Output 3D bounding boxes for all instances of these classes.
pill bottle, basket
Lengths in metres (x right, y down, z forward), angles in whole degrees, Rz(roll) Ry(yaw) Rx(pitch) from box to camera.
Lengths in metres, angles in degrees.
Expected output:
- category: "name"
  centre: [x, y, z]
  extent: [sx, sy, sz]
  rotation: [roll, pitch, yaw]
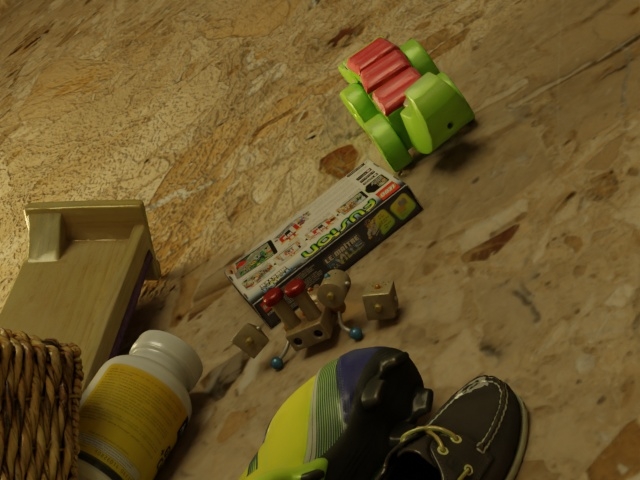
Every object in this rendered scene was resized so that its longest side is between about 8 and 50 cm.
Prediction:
- category: "pill bottle"
  centre: [-0.187, 0.177, 1.260]
  extent: [0.103, 0.103, 0.184]
  rotation: [-11, 36, 40]
- category: "basket"
  centre: [-0.353, 0.222, 1.117]
  extent: [0.213, 0.223, 0.299]
  rotation: [-15, 68, 36]

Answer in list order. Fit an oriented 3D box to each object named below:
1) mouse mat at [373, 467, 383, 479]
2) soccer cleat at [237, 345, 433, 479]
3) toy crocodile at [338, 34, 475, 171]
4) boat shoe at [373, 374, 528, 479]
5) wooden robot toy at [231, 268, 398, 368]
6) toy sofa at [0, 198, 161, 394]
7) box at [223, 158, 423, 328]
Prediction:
- category: "mouse mat"
  centre: [0.003, 0.221, 1.075]
  extent: [0.189, 0.007, 0.152]
  rotation: [-37, 27, -3]
- category: "soccer cleat"
  centre: [-0.019, 0.187, 1.025]
  extent: [0.121, 0.093, 0.289]
  rotation: [-18, 19, 45]
- category: "toy crocodile"
  centre: [0.088, -0.175, 1.514]
  extent: [0.115, 0.105, 0.340]
  rotation: [-34, 26, 3]
- category: "boat shoe"
  centre: [0.082, 0.181, 0.973]
  extent: [0.081, 0.069, 0.228]
  rotation: [3, 46, 43]
- category: "wooden robot toy"
  centre: [-0.004, 0.060, 1.281]
  extent: [0.173, 0.076, 0.079]
  rotation: [-22, 18, 24]
- category: "toy sofa"
  centre: [-0.286, 0.120, 1.456]
  extent: [0.150, 0.177, 0.362]
  rotation: [-3, 34, 8]
- category: "box"
  centre: [0.000, 0.000, 1.406]
  extent: [0.207, 0.036, 0.114]
  rotation: [-38, 27, -5]
